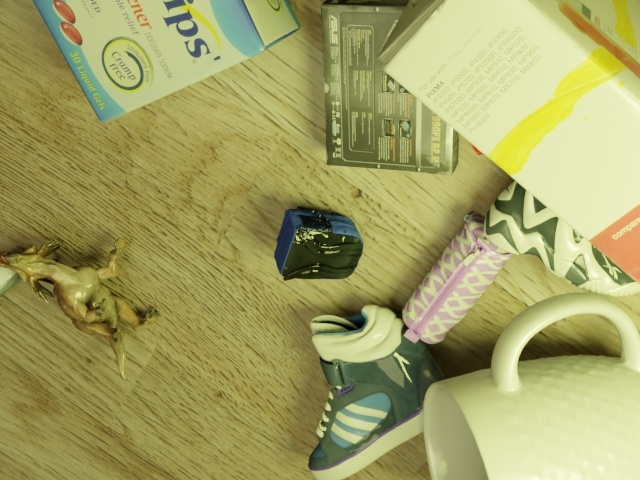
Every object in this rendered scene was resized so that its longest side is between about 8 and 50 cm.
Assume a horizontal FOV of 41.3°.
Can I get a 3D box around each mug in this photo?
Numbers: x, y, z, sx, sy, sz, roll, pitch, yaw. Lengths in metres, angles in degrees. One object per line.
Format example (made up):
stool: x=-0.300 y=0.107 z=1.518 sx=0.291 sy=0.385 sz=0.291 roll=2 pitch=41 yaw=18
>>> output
mug: x=0.336 y=0.249 z=1.154 sx=0.328 sy=0.276 sz=0.374 roll=-11 pitch=108 yaw=-11

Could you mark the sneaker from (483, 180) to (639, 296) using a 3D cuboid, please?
sneaker: x=0.352 y=-0.030 z=1.131 sx=0.235 sy=0.094 sz=0.153 roll=27 pitch=125 yaw=10

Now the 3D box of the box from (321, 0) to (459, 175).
box: x=0.097 y=-0.210 z=1.154 sx=0.183 sy=0.056 sz=0.231 roll=5 pitch=118 yaw=17

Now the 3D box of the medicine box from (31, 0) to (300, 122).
medicine box: x=-0.221 y=-0.341 z=1.149 sx=0.289 sy=0.149 sz=0.263 roll=-18 pitch=109 yaw=27

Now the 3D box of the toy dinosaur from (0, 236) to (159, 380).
toy dinosaur: x=-0.412 y=0.102 z=1.467 sx=0.200 sy=0.127 sz=0.295 roll=-1 pitch=128 yaw=28

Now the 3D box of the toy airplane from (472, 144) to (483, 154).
toy airplane: x=0.264 y=-0.165 z=1.132 sx=0.151 sy=0.028 sz=0.151 roll=9 pitch=119 yaw=17

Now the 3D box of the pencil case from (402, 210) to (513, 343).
pencil case: x=0.198 y=0.060 z=1.236 sx=0.086 sy=0.088 sz=0.206 roll=33 pitch=123 yaw=4

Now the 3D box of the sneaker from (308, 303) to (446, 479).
sneaker: x=0.041 y=0.231 z=1.368 sx=0.323 sy=0.130 sz=0.236 roll=-39 pitch=90 yaw=34

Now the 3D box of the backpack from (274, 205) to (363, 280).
backpack: x=0.000 y=0.000 z=1.273 sx=0.120 sy=0.101 sz=0.098 roll=7 pitch=128 yaw=-20

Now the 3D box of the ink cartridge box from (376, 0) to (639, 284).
ink cartridge box: x=0.283 y=-0.179 z=0.938 sx=0.385 sy=0.279 sz=0.160 roll=37 pitch=130 yaw=-10

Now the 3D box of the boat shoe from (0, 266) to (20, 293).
boat shoe: x=-0.650 y=0.093 z=1.552 sx=0.302 sy=0.109 sz=0.094 roll=-33 pitch=99 yaw=33
